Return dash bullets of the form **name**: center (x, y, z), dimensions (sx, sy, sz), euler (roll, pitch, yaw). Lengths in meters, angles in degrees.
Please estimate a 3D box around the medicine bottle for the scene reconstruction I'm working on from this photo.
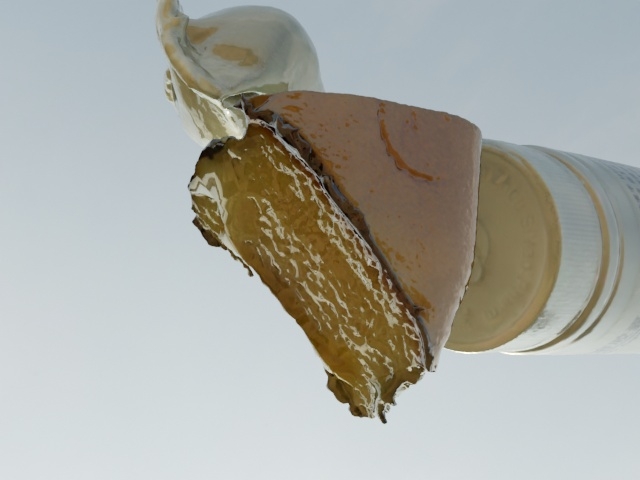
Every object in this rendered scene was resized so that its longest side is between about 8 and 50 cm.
- **medicine bottle**: center (0.230, 0.013, 1.015), dimensions (0.190, 0.332, 0.189), euler (-5, -98, 46)

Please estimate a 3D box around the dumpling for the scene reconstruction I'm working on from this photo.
- **dumpling**: center (-0.073, -0.139, 0.854), dimensions (0.151, 0.229, 0.124), euler (45, -80, 13)

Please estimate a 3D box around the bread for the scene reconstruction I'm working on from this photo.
- **bread**: center (0.000, 0.000, 0.635), dimensions (0.160, 0.169, 0.140), euler (21, -35, -15)
